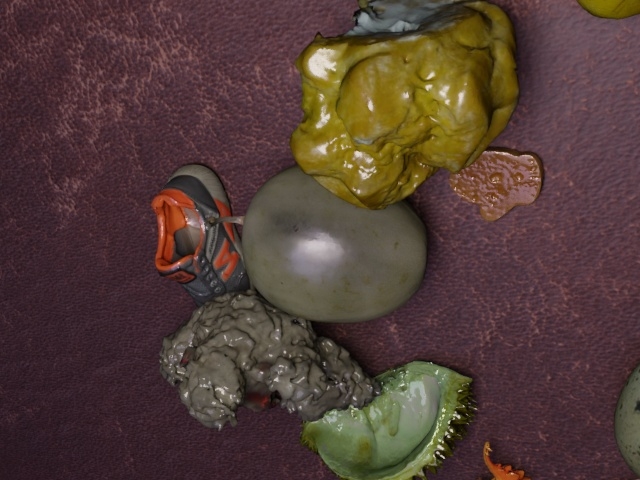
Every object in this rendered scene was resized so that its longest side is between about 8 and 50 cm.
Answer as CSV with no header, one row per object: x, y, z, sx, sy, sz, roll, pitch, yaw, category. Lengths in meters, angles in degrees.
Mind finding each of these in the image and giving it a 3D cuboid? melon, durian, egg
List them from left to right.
0.015,0.005,1.097,0.308,0.272,0.272,33,123,16,melon
0.111,0.350,1.284,0.394,0.163,0.198,-17,104,35,durian
0.537,0.268,1.051,0.177,0.177,0.228,-2,97,24,egg

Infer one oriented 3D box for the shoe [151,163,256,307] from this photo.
-0.223,0.042,1.262,0.132,0.171,0.336,-4,112,24,shoe

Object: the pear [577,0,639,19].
0.370,-0.350,0.839,0.148,0.149,0.162,-3,120,24,pear

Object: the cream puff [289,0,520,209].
0.131,-0.180,0.939,0.274,0.323,0.270,10,131,29,cream puff

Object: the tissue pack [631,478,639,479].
0.572,0.468,1.145,0.196,0.148,0.092,-22,107,30,tissue pack

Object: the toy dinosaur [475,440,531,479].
0.343,0.476,1.295,0.117,0.070,0.288,3,120,10,toy dinosaur

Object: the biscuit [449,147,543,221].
0.271,-0.087,1.080,0.140,0.023,0.118,11,118,17,biscuit

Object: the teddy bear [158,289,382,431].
-0.071,0.230,1.199,0.367,0.224,0.357,31,169,-20,teddy bear
